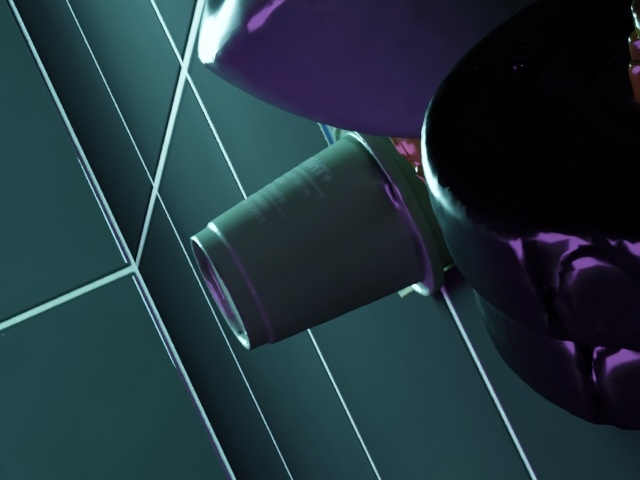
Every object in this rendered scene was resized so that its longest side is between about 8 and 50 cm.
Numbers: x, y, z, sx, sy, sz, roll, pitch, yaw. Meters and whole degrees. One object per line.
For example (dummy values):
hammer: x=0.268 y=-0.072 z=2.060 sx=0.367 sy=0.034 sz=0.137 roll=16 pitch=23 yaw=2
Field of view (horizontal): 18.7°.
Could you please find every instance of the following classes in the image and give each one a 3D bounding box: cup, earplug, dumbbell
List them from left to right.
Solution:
cup: x=0.000 y=0.000 z=1.168 sx=0.120 sy=0.141 sz=0.120 roll=57 pitch=165 yaw=25
earplug: x=0.003 y=-0.193 z=0.829 sx=0.214 sy=0.175 sz=0.326 roll=-41 pitch=64 yaw=46
dumbbell: x=0.149 y=0.065 z=0.634 sx=0.185 sy=0.185 sz=0.388 roll=47 pitch=159 yaw=57

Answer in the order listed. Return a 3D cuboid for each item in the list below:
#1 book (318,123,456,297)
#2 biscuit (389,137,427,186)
book: x=0.013 y=-0.125 z=1.245 sx=0.322 sy=0.018 sz=0.228 roll=65 pitch=167 yaw=3
biscuit: x=0.045 y=-0.096 z=0.956 sx=0.162 sy=0.035 sz=0.250 roll=22 pitch=-148 yaw=-45
